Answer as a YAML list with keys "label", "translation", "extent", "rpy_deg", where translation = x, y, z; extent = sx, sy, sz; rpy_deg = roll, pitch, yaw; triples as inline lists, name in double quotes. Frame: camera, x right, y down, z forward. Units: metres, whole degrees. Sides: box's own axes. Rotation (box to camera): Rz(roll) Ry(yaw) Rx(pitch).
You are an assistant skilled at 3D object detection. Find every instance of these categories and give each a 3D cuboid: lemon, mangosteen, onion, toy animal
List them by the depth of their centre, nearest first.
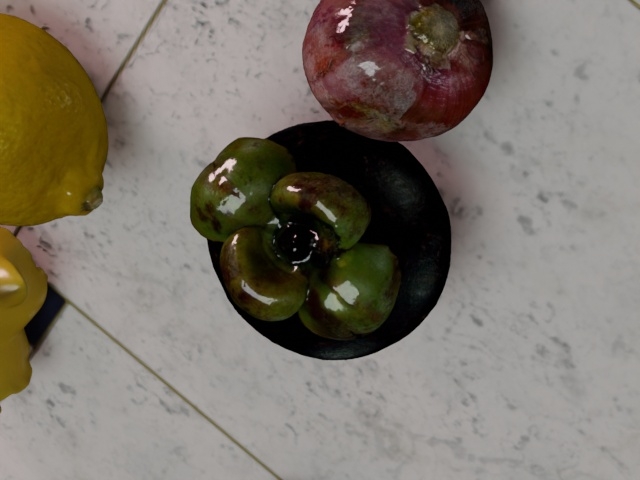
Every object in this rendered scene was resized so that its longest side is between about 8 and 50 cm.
- label: "onion"
  translation: [0.054, -0.152, 1.527]
  extent: [0.159, 0.159, 0.195]
  rpy_deg: [50, 156, -6]
- label: "mangosteen"
  translation: [0.000, 0.000, 1.574]
  extent: [0.243, 0.243, 0.243]
  rpy_deg: [12, 121, 21]
- label: "lemon"
  translation: [-0.298, -0.111, 1.691]
  extent: [0.244, 0.187, 0.187]
  rpy_deg: [41, 127, -4]
- label: "toy animal"
  translation: [-0.363, 0.090, 1.865]
  extent: [0.156, 0.156, 0.229]
  rpy_deg: [20, 127, 16]
